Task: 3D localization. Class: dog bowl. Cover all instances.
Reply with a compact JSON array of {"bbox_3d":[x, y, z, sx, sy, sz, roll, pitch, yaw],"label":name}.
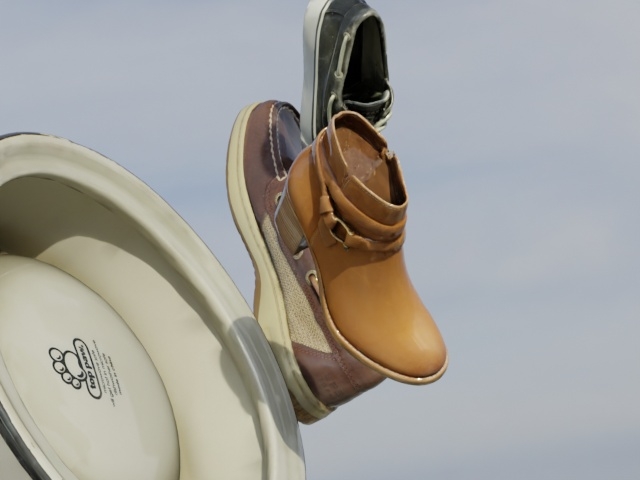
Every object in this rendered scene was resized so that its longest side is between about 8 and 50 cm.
[{"bbox_3d":[-0.195,0.123,1.489,0.150,0.408,0.408,-32,-18,24],"label":"dog bowl"}]

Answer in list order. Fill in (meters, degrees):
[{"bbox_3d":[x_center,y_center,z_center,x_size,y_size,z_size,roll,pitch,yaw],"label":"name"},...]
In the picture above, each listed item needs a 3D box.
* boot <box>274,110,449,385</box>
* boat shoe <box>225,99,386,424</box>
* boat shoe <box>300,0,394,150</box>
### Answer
[{"bbox_3d":[0.043,0.008,1.395,0.073,0.197,0.152,-35,-11,-31],"label":"boot"},{"bbox_3d":[0.000,0.000,1.728,0.123,0.342,0.123,-26,-40,23],"label":"boat shoe"},{"bbox_3d":[0.028,-0.129,1.731,0.077,0.219,0.070,-32,47,-27],"label":"boat shoe"}]
